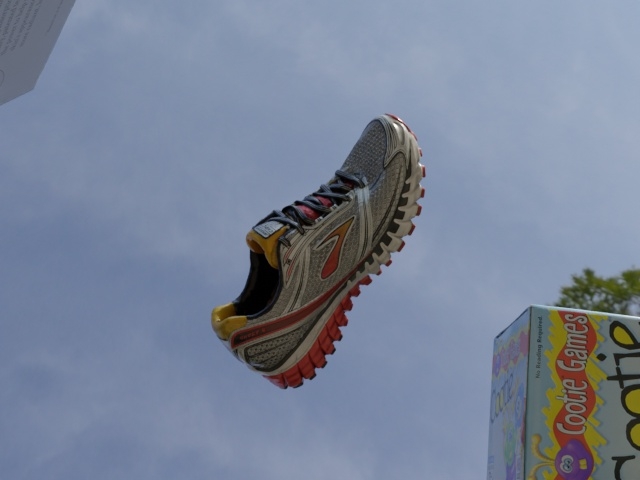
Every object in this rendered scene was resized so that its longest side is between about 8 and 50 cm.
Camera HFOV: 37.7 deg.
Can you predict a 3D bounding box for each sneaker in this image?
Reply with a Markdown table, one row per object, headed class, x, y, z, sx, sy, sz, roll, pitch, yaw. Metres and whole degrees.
| class | x | y | z | sx | sy | sz | roll | pitch | yaw |
| --- | --- | --- | --- | --- | --- | --- | --- | --- | --- |
| sneaker | 0.000 | 0.000 | 0.711 | 0.092 | 0.088 | 0.225 | 33 | -96 | -28 |

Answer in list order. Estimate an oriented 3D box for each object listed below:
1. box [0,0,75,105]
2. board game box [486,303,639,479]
| class | x | y | z | sx | sy | sz | roll | pitch | yaw |
| --- | --- | --- | --- | --- | --- | --- | --- | --- | --- |
| box | -0.310 | -0.144 | 0.528 | 0.168 | 0.345 | 0.215 | 46 | -46 | 0 |
| board game box | 0.285 | 0.149 | 0.755 | 0.275 | 0.144 | 0.142 | 6 | -107 | 1 |
